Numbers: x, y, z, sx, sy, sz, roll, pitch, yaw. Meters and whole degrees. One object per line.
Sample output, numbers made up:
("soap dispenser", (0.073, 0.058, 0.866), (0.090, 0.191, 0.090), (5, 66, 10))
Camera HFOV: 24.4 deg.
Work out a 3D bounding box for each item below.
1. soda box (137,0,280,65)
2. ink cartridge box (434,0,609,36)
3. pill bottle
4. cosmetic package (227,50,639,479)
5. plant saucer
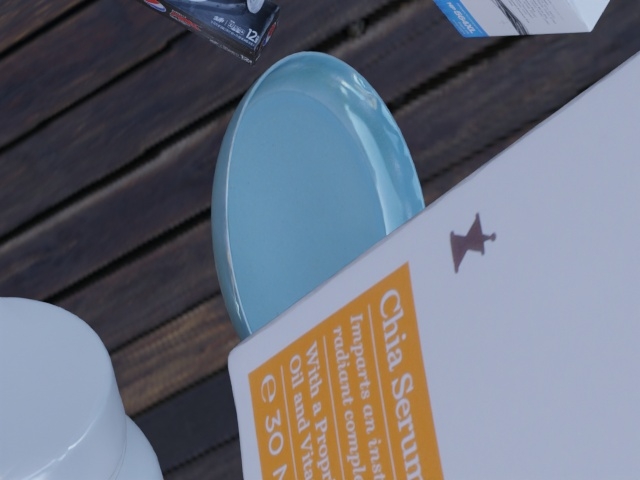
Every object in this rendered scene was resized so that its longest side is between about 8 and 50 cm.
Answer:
("soda box", (-0.125, -0.240, 1.454), (0.169, 0.060, 0.053), (29, 80, 1))
("ink cartridge box", (0.252, -0.319, 1.733), (0.086, 0.203, 0.148), (47, 66, -34))
("pill bottle", (-0.211, 0.245, 1.061), (0.224, 0.224, 0.392), (-2, 130, 4))
("cosmetic package", (0.159, 0.065, 0.554), (0.161, 0.230, 0.453), (13, 145, -35))
("plant saucer", (0.000, 0.000, 1.255), (0.044, 0.317, 0.317), (-7, 114, 32))
